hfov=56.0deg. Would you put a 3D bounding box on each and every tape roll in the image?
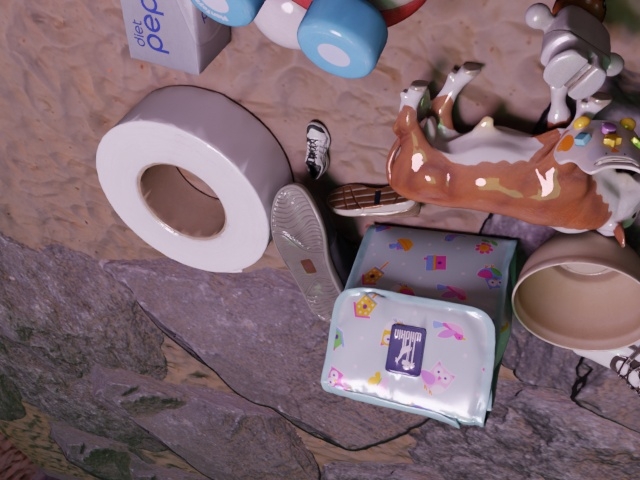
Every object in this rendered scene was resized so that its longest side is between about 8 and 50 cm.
[{"bbox_3d":[-0.186,-0.083,0.907,0.286,0.100,0.286,15,137,14],"label":"tape roll"}]

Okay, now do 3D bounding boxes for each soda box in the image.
[{"bbox_3d":[-0.163,-0.331,0.645,0.098,0.091,0.286,18,138,10],"label":"soda box"}]

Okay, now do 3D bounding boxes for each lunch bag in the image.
[{"bbox_3d":[0.139,0.114,0.812,0.223,0.262,0.160,8,136,22],"label":"lunch bag"}]

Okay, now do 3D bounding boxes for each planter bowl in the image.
[{"bbox_3d":[0.332,0.048,0.756,0.162,0.109,0.162,16,138,14],"label":"planter bowl"}]

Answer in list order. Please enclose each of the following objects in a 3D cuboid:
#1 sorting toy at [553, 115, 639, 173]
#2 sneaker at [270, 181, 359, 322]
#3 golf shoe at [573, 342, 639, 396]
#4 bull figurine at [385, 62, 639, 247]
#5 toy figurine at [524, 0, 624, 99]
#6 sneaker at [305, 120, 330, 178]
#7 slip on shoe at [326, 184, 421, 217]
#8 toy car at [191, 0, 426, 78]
[{"bbox_3d":[0.269,-0.080,0.560,0.083,0.075,0.045,3,126,8],"label":"sorting toy"},{"bbox_3d":[0.000,0.000,0.891,0.083,0.118,0.222,-6,118,26],"label":"sneaker"},{"bbox_3d":[0.448,0.177,0.841,0.198,0.094,0.077,12,138,20],"label":"golf shoe"},{"bbox_3d":[0.224,-0.092,0.679,0.310,0.101,0.188,6,128,14],"label":"bull figurine"},{"bbox_3d":[0.271,-0.234,0.483,0.213,0.148,0.209,-2,137,27],"label":"toy figurine"},{"bbox_3d":[-0.006,-0.120,0.820,0.031,0.037,0.083,10,135,22],"label":"sneaker"},{"bbox_3d":[0.075,-0.051,0.843,0.135,0.051,0.041,-5,143,25],"label":"slip on shoe"},{"bbox_3d":[0.002,-0.254,0.598,0.210,0.219,0.238,25,168,2],"label":"toy car"}]
